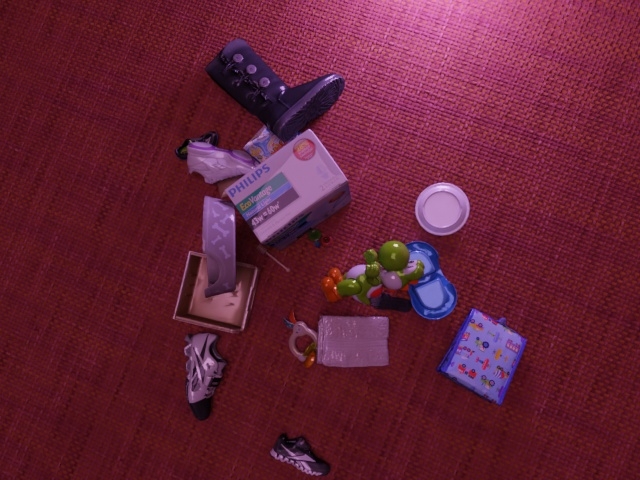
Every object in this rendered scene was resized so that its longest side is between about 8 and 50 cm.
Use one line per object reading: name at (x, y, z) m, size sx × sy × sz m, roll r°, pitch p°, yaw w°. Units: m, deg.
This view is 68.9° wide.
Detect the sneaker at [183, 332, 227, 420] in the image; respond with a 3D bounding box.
sneaker at (-0.428, 0.515, 1.774) m, size 0.147 × 0.122 × 0.329 m, roll -7°, pitch 85°, yaw 7°

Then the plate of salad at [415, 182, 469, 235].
plate of salad at (0.461, -0.118, 1.770) m, size 0.200 × 0.048 × 0.199 m, roll 0°, pitch 91°, yaw 15°

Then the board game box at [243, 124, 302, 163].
board game box at (-0.190, -0.395, 1.864) m, size 0.136 × 0.035 × 0.201 m, roll 42°, pitch 90°, yaw 7°

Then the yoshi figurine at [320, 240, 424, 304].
yoshi figurine at (0.182, 0.098, 1.672) m, size 0.363 × 0.203 × 0.203 m, roll -15°, pitch 60°, yaw 21°

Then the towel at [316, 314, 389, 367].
towel at (0.123, 0.370, 1.723) m, size 0.283 × 0.049 × 0.186 m, roll 2°, pitch 86°, yaw -15°

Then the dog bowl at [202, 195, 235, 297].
dog bowl at (-0.341, 0.021, 1.589) m, size 0.102 × 0.349 × 0.348 m, roll -1°, pitch 85°, yaw -11°

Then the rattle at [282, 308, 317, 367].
rattle at (-0.087, 0.367, 1.746) m, size 0.130 × 0.143 × 0.199 m, roll -22°, pitch 92°, yaw 28°

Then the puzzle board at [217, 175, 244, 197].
puzzle board at (-0.352, -0.234, 1.881) m, size 0.128 × 0.011 × 0.096 m, roll -17°, pitch 83°, yaw 4°

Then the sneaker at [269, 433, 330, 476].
sneaker at (-0.067, 0.794, 1.738) m, size 0.235 × 0.078 × 0.106 m, roll 19°, pitch 90°, yaw 9°

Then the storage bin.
storage bin at (-0.393, 0.199, 1.795) m, size 0.261 × 0.123 × 0.261 m, roll 12°, pitch 86°, yaw 7°

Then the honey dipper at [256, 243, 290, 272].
honey dipper at (-0.182, 0.073, 1.832) m, size 0.161 × 0.030 × 0.030 m, roll 40°, pitch 90°, yaw 4°

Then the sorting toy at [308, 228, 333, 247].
sorting toy at (0.000, 0.000, 1.816) m, size 0.102 × 0.042 × 0.061 m, roll 24°, pitch 73°, yaw 19°

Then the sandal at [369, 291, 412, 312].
sandal at (0.258, 0.234, 1.772) m, size 0.180 × 0.040 × 0.067 m, roll 15°, pitch 93°, yaw -8°

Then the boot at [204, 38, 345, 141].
boot at (-0.180, -0.642, 1.840) m, size 0.367 × 0.146 × 0.445 m, roll -41°, pitch 70°, yaw -16°

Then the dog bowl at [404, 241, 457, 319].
dog bowl at (0.388, 0.147, 1.744) m, size 0.166 × 0.074 × 0.297 m, roll -26°, pitch 84°, yaw 4°

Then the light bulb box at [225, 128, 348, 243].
light bulb box at (-0.094, -0.162, 1.673) m, size 0.358 × 0.361 × 0.225 m, roll -36°, pitch 83°, yaw 3°

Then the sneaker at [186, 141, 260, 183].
sneaker at (-0.378, -0.289, 1.846) m, size 0.306 × 0.114 × 0.152 m, roll 15°, pitch 116°, yaw 0°

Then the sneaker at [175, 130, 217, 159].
sneaker at (-0.498, -0.381, 1.873) m, size 0.188 × 0.078 × 0.067 m, roll -26°, pitch 84°, yaw 3°

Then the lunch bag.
lunch bag at (0.594, 0.403, 1.686) m, size 0.221 × 0.138 × 0.293 m, roll 30°, pitch 80°, yaw 10°
